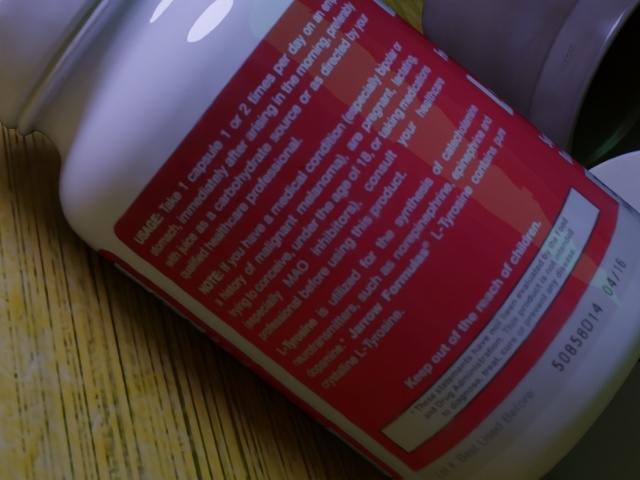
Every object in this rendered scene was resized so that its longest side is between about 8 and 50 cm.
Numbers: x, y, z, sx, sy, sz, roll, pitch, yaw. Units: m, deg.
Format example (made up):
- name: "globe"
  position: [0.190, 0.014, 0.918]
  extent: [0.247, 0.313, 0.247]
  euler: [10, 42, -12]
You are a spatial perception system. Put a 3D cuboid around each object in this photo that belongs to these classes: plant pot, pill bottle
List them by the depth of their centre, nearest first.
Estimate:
- name: "pill bottle"
  position: [-0.007, -0.036, 0.863]
  extent: [0.407, 0.229, 0.229]
  euler: [38, 23, -7]
- name: "plant pot"
  position: [0.282, -0.248, 1.668]
  extent: [0.280, 0.323, 0.323]
  euler: [34, 17, 29]

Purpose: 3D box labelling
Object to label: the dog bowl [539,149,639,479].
- name: "dog bowl"
  position: [0.246, 0.073, 0.977]
  extent: [0.104, 0.265, 0.265]
  euler: [18, 32, -40]
